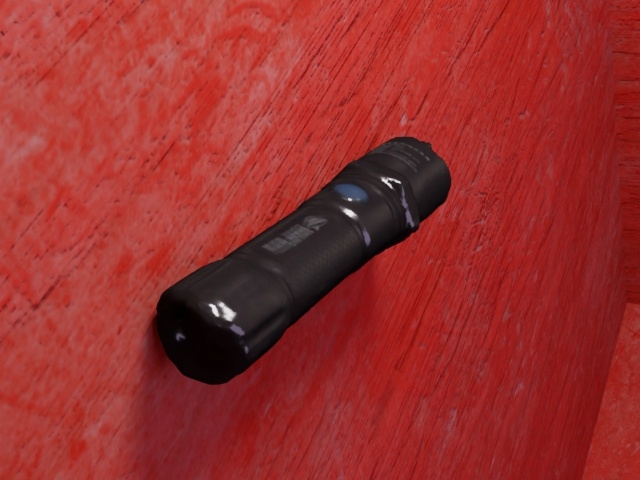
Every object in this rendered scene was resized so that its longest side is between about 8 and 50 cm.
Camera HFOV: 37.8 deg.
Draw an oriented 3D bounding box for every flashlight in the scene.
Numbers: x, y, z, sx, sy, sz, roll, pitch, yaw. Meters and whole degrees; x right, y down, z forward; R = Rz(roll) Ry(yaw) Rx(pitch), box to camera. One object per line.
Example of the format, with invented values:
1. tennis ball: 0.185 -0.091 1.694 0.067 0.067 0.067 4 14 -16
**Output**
1. flashlight: 0.000 0.000 0.853 0.424 0.103 0.103 -35 127 -54
